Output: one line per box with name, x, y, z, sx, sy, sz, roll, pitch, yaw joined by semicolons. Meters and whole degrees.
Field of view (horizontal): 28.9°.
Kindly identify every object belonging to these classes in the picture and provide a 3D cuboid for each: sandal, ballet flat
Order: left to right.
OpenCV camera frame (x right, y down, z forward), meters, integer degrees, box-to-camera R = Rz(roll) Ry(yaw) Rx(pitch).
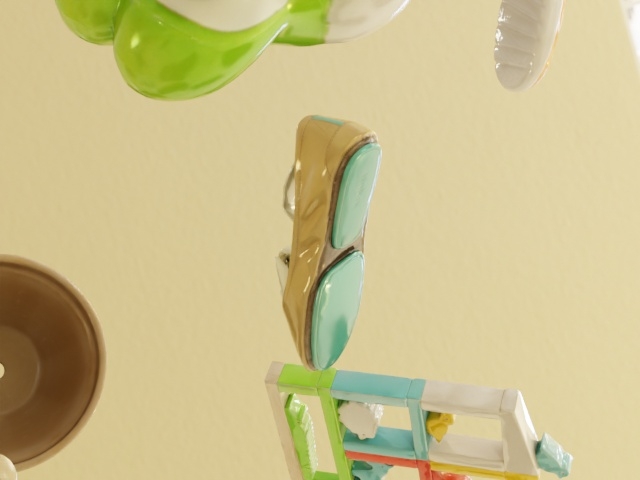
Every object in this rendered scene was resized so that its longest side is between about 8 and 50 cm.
ballet flat;0.000;0.000;1.021;0.073;0.232;0.080;29;-144;29
sandal;0.196;-0.232;0.987;0.076;0.265;0.102;16;166;-19

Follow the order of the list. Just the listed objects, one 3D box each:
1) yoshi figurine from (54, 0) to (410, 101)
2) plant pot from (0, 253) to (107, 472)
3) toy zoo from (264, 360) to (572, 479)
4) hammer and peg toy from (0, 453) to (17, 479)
yoshi figurine;0.048;-0.196;0.499;0.203;0.203;0.362;18;-129;44
plant pot;-0.358;0.138;1.364;0.237;0.237;0.110;-16;174;-18
toy zoo;0.101;0.208;1.236;0.293;0.192;0.030;5;-135;17
hammer and peg toy;-0.252;0.371;1.056;0.127;0.266;0.361;-34;-141;16
